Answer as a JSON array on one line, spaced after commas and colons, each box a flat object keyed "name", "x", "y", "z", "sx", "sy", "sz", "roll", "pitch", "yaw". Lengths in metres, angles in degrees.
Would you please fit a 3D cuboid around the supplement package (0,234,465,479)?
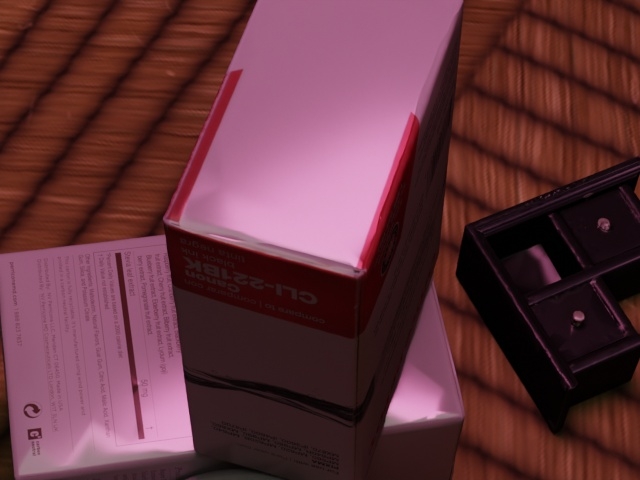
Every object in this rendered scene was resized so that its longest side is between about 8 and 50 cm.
[{"name": "supplement package", "x": -0.065, "y": 0.107, "z": 1.268, "sx": 0.293, "sy": 0.177, "sz": 0.175, "roll": -6, "pitch": 58, "yaw": -8}]

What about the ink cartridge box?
[{"name": "ink cartridge box", "x": 0.000, "y": 0.000, "z": 1.074, "sx": 0.114, "sy": 0.273, "sz": 0.197, "roll": 15, "pitch": 59, "yaw": 10}]

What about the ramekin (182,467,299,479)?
[{"name": "ramekin", "x": -0.042, "y": 0.237, "z": 1.176, "sx": 0.207, "sy": 0.207, "sz": 0.109, "roll": 2, "pitch": 48, "yaw": -1}]

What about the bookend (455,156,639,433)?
[{"name": "bookend", "x": 0.209, "y": 0.039, "z": 1.386, "sx": 0.156, "sy": 0.072, "sz": 0.157, "roll": -21, "pitch": 61, "yaw": -15}]
